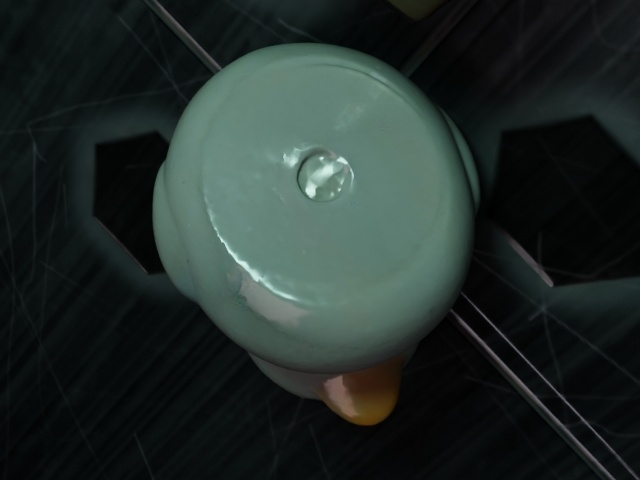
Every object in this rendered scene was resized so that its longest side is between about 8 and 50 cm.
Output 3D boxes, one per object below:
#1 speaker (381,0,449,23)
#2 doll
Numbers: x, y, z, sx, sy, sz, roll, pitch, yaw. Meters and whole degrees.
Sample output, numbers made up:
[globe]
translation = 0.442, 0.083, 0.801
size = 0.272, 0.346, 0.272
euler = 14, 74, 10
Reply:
[speaker]
translation = 0.043, -0.265, 0.864
size = 0.231, 0.153, 0.192
euler = 41, 129, 8
[doll]
translation = 0.000, 0.000, 1.039
size = 0.221, 0.221, 0.251
euler = -33, 72, 40
